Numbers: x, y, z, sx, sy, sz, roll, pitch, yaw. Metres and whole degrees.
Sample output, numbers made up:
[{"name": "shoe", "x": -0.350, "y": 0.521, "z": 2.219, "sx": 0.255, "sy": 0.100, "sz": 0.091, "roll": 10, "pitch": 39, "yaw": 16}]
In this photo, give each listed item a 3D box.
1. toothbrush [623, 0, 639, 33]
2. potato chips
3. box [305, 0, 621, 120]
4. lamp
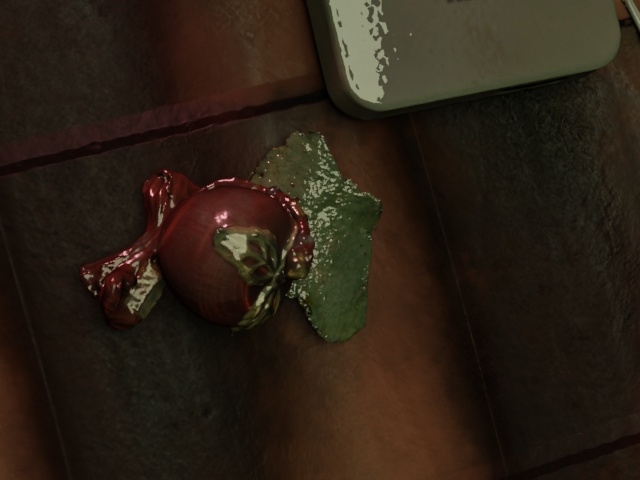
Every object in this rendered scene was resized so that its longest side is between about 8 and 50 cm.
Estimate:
[{"name": "toothbrush", "x": 0.429, "y": -0.230, "z": 1.838, "sx": 0.030, "sy": 0.030, "sz": 0.304, "roll": -30, "pitch": 97, "yaw": -17}, {"name": "potato chips", "x": -0.002, "y": 0.002, "z": 1.666, "sx": 0.167, "sy": 0.059, "sz": 0.228, "roll": -42, "pitch": 97, "yaw": -9}, {"name": "box", "x": 0.151, "y": -0.351, "z": 1.731, "sx": 0.367, "sy": 0.090, "sz": 0.373, "roll": -12, "pitch": 88, "yaw": -18}, {"name": "lamp", "x": -0.118, "y": 0.027, "z": 1.580, "sx": 0.215, "sy": 0.223, "sz": 0.151, "roll": -56, "pitch": 130, "yaw": -23}]
